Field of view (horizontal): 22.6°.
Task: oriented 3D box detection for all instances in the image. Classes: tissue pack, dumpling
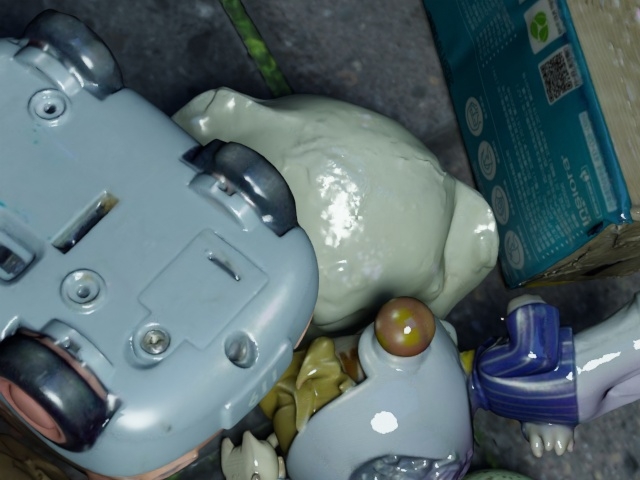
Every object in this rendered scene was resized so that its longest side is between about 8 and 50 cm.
[{"bbox_3d":[0.187,-0.115,1.149,0.134,0.192,0.270,-10,78,-21],"label":"tissue pack"},{"bbox_3d":[0.000,0.000,1.085,0.258,0.147,0.193,14,100,-21],"label":"dumpling"}]

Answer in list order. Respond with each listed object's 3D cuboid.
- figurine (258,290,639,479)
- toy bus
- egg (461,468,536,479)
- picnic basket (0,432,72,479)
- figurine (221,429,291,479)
[{"bbox_3d":[0.099,0.105,1.045,0.274,0.194,0.133,-4,63,-16],"label":"figurine"},{"bbox_3d":[-0.150,0.027,0.951,0.288,0.232,0.194,36,62,12],"label":"toy bus"},{"bbox_3d":[0.125,0.199,1.089,0.110,0.085,0.085,21,68,-23],"label":"egg"},{"bbox_3d":[-0.195,0.284,0.810,0.337,0.293,0.337,22,40,-19],"label":"picnic basket"},{"bbox_3d":[-0.035,0.167,1.067,0.051,0.047,0.083,4,77,-29],"label":"figurine"}]
